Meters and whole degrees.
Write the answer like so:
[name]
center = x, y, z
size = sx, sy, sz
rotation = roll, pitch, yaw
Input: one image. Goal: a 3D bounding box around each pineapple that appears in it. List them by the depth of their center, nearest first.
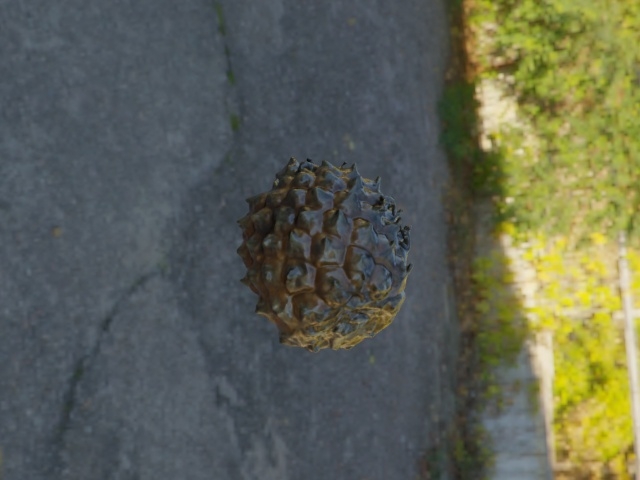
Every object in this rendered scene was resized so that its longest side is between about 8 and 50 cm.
[pineapple]
center = 0.000, 0.000, 1.021
size = 0.166, 0.166, 0.193
rotation = 39, 25, -60
